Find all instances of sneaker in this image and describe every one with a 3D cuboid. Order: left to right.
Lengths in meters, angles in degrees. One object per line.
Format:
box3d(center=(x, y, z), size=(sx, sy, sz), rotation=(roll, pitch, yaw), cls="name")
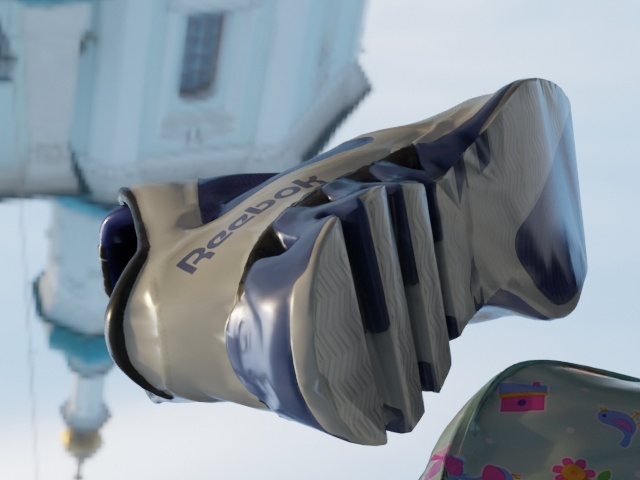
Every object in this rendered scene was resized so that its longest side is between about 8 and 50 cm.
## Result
box3d(center=(-0.001, 0.000, 0.809), size=(0.182, 0.128, 0.315), rotation=(0, -166, 30), cls="sneaker")

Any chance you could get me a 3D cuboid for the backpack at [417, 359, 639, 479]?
box3d(center=(0.110, 0.110, 0.484), size=(0.182, 0.115, 0.152), rotation=(13, -150, 14), cls="backpack")
